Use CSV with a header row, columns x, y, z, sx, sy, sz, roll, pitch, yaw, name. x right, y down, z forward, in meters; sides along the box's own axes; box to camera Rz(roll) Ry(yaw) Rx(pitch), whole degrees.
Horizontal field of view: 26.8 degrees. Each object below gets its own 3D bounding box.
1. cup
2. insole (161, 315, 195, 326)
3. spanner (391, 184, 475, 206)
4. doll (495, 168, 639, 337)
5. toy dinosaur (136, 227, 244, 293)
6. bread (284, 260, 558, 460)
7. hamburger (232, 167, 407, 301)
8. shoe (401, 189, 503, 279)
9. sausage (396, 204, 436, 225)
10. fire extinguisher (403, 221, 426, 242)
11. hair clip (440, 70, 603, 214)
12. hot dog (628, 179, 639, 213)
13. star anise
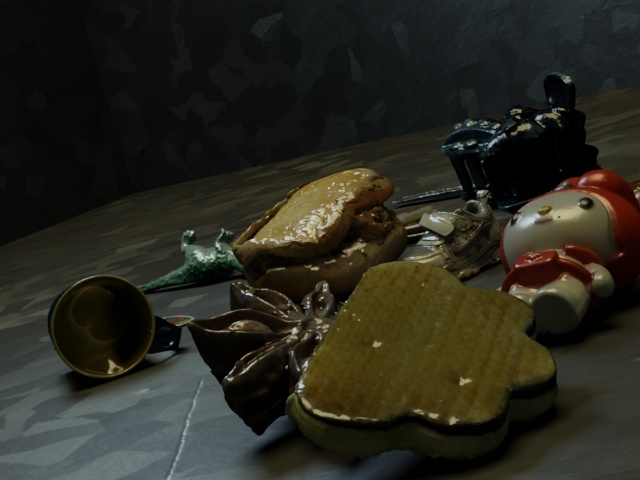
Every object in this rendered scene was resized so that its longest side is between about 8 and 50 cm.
x,y,z,sx,sy,sz,roll,pitch,yaw,name
-0.275,0.114,1.760,0.176,0.131,0.155,13,-5,-19,cup
-0.255,0.124,1.981,0.065,0.006,0.193,-23,12,-42,insole
0.264,-0.091,2.396,0.325,0.026,0.093,-11,11,37,spanner
0.266,0.007,1.414,0.161,0.130,0.290,-17,21,33,doll
-0.218,0.030,2.269,0.383,0.076,0.129,-17,30,39,toy dinosaur
0.097,0.107,1.130,0.207,0.056,0.286,15,30,17,bread
0.000,0.000,1.895,0.243,0.146,0.286,-22,16,-5,hamburger
0.174,-0.002,1.749,0.180,0.092,0.089,-21,11,-32,shoe
0.100,-0.013,2.150,0.269,0.033,0.033,-23,11,-42,sausage
0.166,-0.014,2.066,0.173,0.035,0.049,-13,47,15,fire extinguisher
0.324,-0.143,2.114,0.206,0.194,0.310,-23,11,-8,hair clip
0.457,-0.058,1.755,0.140,0.060,0.090,-22,12,2,hot dog
-0.007,0.117,1.279,0.236,0.109,0.223,-3,24,-22,star anise
